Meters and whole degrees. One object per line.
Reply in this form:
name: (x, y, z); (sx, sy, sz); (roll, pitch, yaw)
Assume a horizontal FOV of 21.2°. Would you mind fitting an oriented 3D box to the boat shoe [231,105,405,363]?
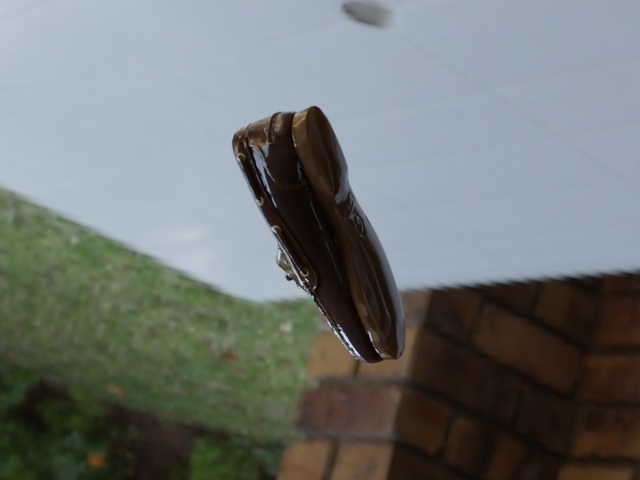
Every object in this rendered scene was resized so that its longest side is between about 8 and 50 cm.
boat shoe: (0.000, 0.000, 1.266); (0.073, 0.207, 0.073); (-15, -164, 23)
